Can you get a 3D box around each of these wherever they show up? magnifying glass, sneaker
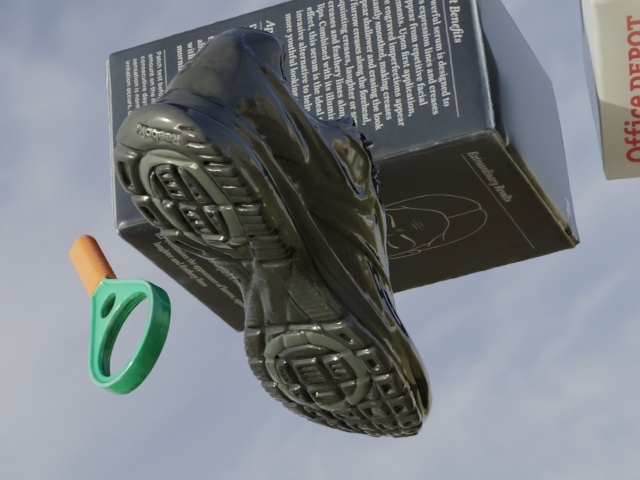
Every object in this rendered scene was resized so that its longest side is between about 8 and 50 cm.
[{"bbox_3d":[-0.172,0.051,1.630,0.026,0.231,0.092,27,-79,-26],"label":"magnifying glass"},{"bbox_3d":[0.000,0.000,1.151,0.109,0.130,0.286,0,-46,36],"label":"sneaker"}]

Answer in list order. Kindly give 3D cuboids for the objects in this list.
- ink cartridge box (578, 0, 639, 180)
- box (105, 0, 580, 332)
[{"bbox_3d":[0.440,-0.214,1.873,0.384,0.160,0.279,-6,-37,7],"label":"ink cartridge box"},{"bbox_3d":[0.024,-0.089,2.016,0.395,0.212,0.293,-14,-27,17],"label":"box"}]
